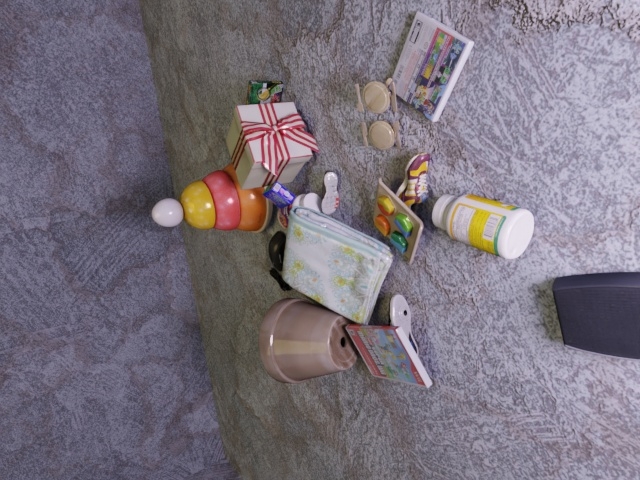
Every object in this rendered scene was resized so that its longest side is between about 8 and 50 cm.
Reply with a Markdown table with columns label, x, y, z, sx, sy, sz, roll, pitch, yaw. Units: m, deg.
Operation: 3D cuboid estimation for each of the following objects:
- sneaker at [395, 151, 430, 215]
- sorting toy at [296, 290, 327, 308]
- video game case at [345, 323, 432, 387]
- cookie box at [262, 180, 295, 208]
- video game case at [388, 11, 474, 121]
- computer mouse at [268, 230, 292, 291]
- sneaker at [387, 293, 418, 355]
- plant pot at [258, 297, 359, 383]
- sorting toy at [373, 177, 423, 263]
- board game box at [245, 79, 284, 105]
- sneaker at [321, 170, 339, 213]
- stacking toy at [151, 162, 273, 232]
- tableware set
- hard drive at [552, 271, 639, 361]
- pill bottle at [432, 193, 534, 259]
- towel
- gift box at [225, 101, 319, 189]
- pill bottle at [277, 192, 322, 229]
| label | x | y | z | sx | sy | sz | roll | pitch | yaw |
| --- | --- | --- | --- | --- | --- | --- | --- | --- | --- |
| sneaker | 0.264 | -0.149 | 1.166 | 0.084 | 0.069 | 0.186 | 53 | 149 | 30 |
| sorting toy | 0.005 | 0.141 | 1.682 | 0.307 | 0.041 | 0.229 | 21 | 119 | 46 |
| video game case | 0.206 | 0.358 | 1.377 | 0.204 | 0.025 | 0.285 | 61 | 151 | -6 |
| cookie box | -0.155 | -0.167 | 1.608 | 0.091 | 0.040 | 0.107 | 38 | 160 | -19 |
| video game case | 0.267 | -0.432 | 1.086 | 0.183 | 0.023 | 0.201 | 51 | 138 | 32 |
| computer mouse | -0.178 | 0.102 | 1.905 | 0.184 | 0.060 | 0.262 | 44 | 136 | 38 |
| sneaker | 0.225 | 0.274 | 1.372 | 0.121 | 0.079 | 0.217 | -6 | 99 | 54 |
| plant pot | -0.019 | 0.368 | 1.604 | 0.280 | 0.323 | 0.324 | -10 | 95 | 40 |
| sorting toy | 0.210 | -0.051 | 1.248 | 0.208 | 0.038 | 0.193 | 55 | 163 | 29 |
| board game box | -0.228 | -0.486 | 1.676 | 0.030 | 0.136 | 0.260 | 56 | 143 | 37 |
| sneaker | 0.032 | -0.170 | 1.515 | 0.065 | 0.061 | 0.158 | -109 | 23 | -60 |
| stacking toy | -0.473 | -0.162 | 1.850 | 0.350 | 0.479 | 0.351 | 25 | 122 | 48 |
| tableware set | 0.171 | -0.352 | 1.220 | 0.128 | 0.039 | 0.194 | 14 | 131 | 38 |
| hard drive | 0.581 | 0.149 | 0.831 | 0.254 | 0.054 | 0.172 | -8 | 96 | 56 |
| pill bottle | 0.367 | -0.042 | 1.009 | 0.208 | 0.117 | 0.118 | 27 | 124 | 47 |
| towel | 0.037 | 0.089 | 1.455 | 0.374 | 0.090 | 0.321 | 27 | 128 | 20 |
| gift box | -0.175 | -0.332 | 1.573 | 0.277 | 0.255 | 0.258 | 66 | 152 | 10 |
| pill bottle | -0.073 | -0.110 | 1.627 | 0.193 | 0.108 | 0.108 | -24 | 83 | 56 |
